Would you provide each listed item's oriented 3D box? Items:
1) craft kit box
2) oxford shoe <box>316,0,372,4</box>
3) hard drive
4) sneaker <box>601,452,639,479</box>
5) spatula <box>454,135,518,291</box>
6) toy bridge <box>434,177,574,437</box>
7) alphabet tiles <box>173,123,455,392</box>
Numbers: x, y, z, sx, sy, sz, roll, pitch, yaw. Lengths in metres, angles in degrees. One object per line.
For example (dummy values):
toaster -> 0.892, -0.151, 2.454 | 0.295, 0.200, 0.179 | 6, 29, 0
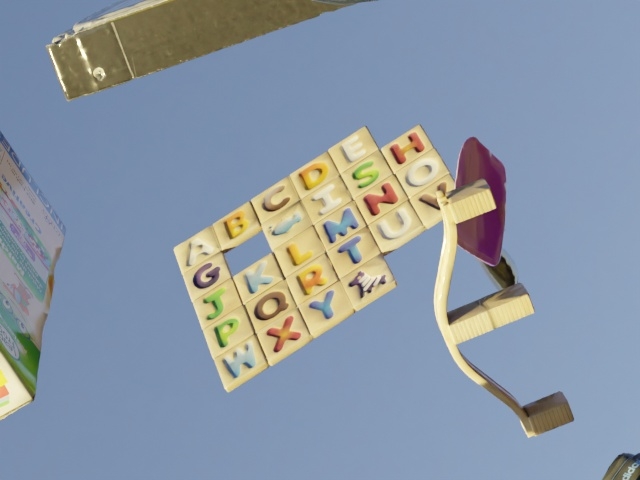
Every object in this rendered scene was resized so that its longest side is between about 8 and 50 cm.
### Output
craft kit box -> -0.227, -0.051, 1.032 | 0.061, 0.246, 0.250 | -31, -72, 5
oxford shoe -> 0.049, -0.272, 1.029 | 0.130, 0.169, 0.449 | -40, -16, -28
hard drive -> -0.055, -0.223, 1.757 | 0.237, 0.339, 0.064 | -56, -52, -72
sneaker -> 0.188, 0.137, 1.073 | 0.058, 0.085, 0.152 | -41, -36, -25
spatula -> 0.130, -0.003, 1.501 | 0.296, 0.030, 0.084 | 58, -143, -73
toy bridge -> 0.110, 0.049, 1.307 | 0.063, 0.026, 0.188 | -22, -69, 1
alphabet tiles -> 0.000, 0.000, 1.591 | 0.237, 0.198, 0.009 | -33, -53, 5
